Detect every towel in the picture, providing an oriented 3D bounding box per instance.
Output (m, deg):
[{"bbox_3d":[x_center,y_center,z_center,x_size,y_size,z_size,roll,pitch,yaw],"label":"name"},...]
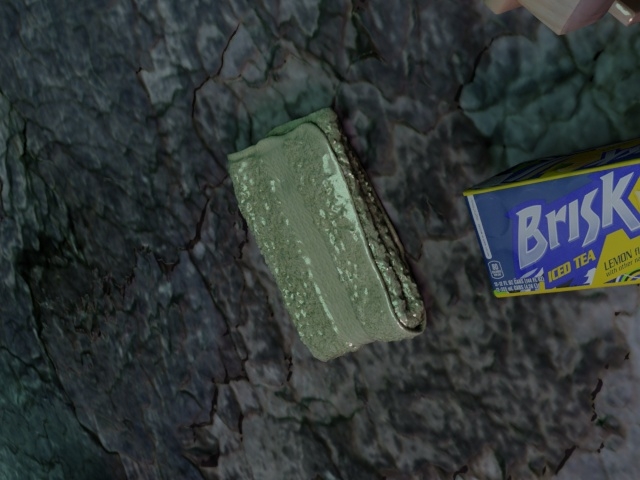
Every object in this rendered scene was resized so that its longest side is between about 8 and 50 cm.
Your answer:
[{"bbox_3d":[0.000,0.000,0.693,0.110,0.027,0.148,-23,92,49],"label":"towel"}]

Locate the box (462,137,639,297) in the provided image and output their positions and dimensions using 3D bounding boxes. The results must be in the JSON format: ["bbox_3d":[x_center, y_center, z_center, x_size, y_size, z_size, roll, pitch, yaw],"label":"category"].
[{"bbox_3d":[0.150,-0.015,0.513,0.169,0.054,0.059,-10,102,48],"label":"box"}]

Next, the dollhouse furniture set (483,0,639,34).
[{"bbox_3d":[0.033,-0.195,0.316,0.174,0.355,0.303,47,136,19],"label":"dollhouse furniture set"}]
